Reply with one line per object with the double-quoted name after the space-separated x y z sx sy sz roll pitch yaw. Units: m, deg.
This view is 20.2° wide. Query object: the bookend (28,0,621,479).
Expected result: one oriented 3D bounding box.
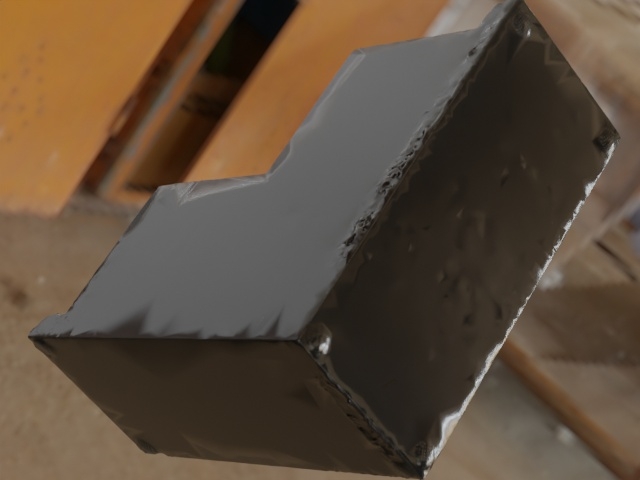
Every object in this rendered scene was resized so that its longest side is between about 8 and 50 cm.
0.000 0.000 0.653 0.157 0.156 0.072 -4 -45 48 "bookend"
